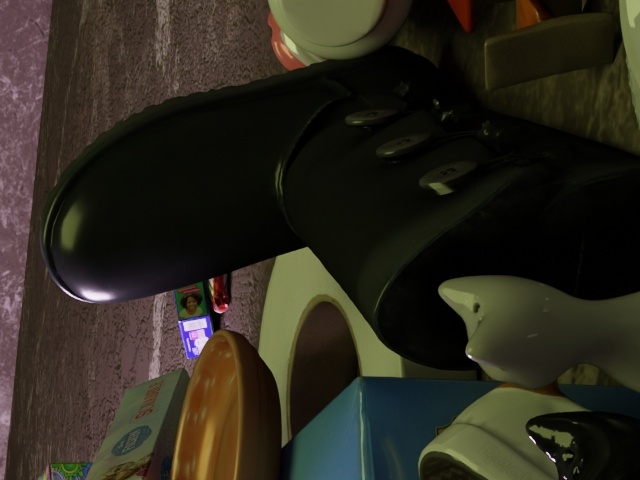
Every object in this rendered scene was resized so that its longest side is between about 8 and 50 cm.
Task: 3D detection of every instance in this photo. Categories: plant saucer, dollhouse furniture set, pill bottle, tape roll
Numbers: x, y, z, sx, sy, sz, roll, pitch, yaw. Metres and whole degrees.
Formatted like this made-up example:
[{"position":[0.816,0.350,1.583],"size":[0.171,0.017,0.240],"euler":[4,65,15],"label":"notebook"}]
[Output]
[{"position":[-0.066,0.161,1.118],"size":[0.200,0.037,0.200],"euler":[-171,90,-75],"label":"plant saucer"},{"position":[0.088,-0.264,1.118],"size":[0.262,0.135,0.259],"euler":[-113,11,-45],"label":"dollhouse furniture set"},{"position":[0.022,-0.212,1.327],"size":[0.215,0.117,0.117],"euler":[-64,-19,-74],"label":"pill bottle"},{"position":[0.031,0.152,1.462],"size":[0.392,0.072,0.392],"euler":[180,90,-71],"label":"tape roll"}]

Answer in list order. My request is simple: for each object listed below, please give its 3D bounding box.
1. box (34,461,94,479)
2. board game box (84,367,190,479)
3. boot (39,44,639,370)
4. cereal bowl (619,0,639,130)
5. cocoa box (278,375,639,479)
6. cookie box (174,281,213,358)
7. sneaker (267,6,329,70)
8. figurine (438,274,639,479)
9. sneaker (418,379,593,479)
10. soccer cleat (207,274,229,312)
[{"position":[-0.166,0.340,1.701],"size":[0.290,0.279,0.177],"euler":[132,135,-63],"label":"box"},{"position":[-0.091,0.296,1.371],"size":[0.319,0.066,0.318],"euler":[-89,-25,-79],"label":"board game box"},{"position":[0.002,-0.001,1.161],"size":[0.146,0.367,0.445],"euler":[67,171,-26],"label":"boot"},{"position":[0.242,-0.126,0.779],"size":[0.339,0.141,0.339],"euler":[180,90,-71],"label":"cereal bowl"},{"position":[0.079,0.247,1.076],"size":[0.347,0.231,0.228],"euler":[129,141,-60],"label":"cocoa box"},{"position":[-0.158,0.075,2.010],"size":[0.092,0.040,0.107],"euler":[85,173,-56],"label":"cookie box"},{"position":[0.009,-0.308,1.535],"size":[0.136,0.116,0.314],"euler":[-39,59,53],"label":"sneaker"},{"position":[0.180,0.077,0.836],"size":[0.215,0.209,0.092],"euler":[-120,36,-56],"label":"figurine"},{"position":[0.199,0.168,0.870],"size":[0.290,0.123,0.106],"euler":[39,146,17],"label":"sneaker"},{"position":[-0.125,0.046,1.974],"size":[0.035,0.029,0.083],"euler":[173,93,-66],"label":"soccer cleat"}]
